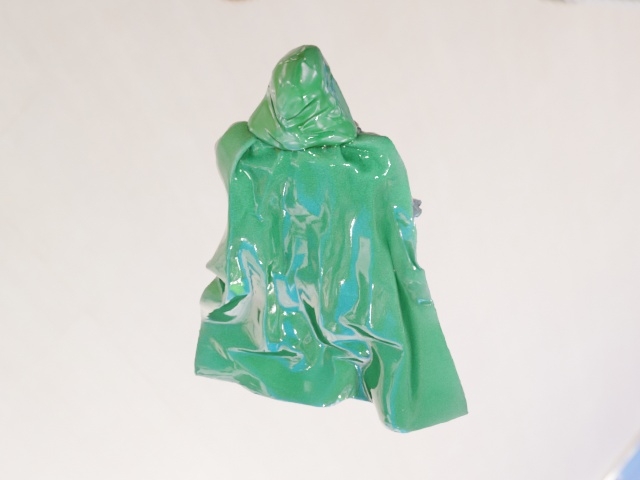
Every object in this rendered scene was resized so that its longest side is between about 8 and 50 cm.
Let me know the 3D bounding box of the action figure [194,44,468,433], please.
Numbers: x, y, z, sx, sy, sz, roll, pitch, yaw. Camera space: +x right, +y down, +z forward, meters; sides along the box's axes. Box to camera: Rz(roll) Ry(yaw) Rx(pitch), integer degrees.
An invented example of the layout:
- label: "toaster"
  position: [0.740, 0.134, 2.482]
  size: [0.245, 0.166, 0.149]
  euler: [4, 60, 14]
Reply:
- label: "action figure"
  position: [0.000, 0.000, 0.715]
  size: [0.232, 0.137, 0.063]
  euler: [85, 11, -56]
